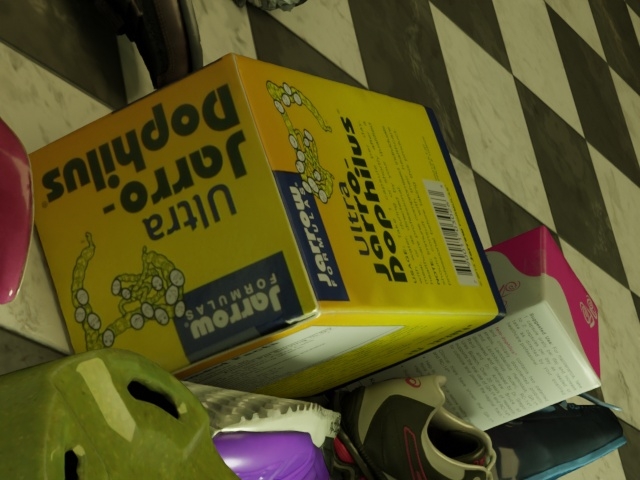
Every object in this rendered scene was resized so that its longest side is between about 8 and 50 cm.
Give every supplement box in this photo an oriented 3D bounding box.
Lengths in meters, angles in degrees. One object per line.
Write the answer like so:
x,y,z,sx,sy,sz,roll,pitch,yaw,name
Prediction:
-0.032,0.003,1.426,0.356,0.194,0.195,6,62,-64,supplement box
0.124,0.094,1.642,0.114,0.220,0.111,53,26,-27,supplement box

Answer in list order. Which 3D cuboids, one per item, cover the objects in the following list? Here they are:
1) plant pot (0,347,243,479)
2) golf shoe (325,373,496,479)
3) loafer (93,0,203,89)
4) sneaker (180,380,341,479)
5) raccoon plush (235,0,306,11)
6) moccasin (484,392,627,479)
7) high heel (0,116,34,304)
-0.169,0.176,0.882,0.276,0.254,0.276,47,28,-36,plant pot
0.108,0.229,1.609,0.273,0.120,0.105,54,24,-28,golf shoe
-0.182,-0.256,1.520,0.109,0.095,0.302,139,-67,-71,loafer
-0.052,0.179,1.285,0.293,0.102,0.146,31,68,-73,sneaker
-0.001,-0.369,1.724,0.446,0.299,0.216,-2,69,-65,raccoon plush
0.214,0.183,1.865,0.117,0.137,0.342,65,21,10,moccasin
-0.257,-0.075,1.205,0.117,0.082,0.244,-5,85,-33,high heel
